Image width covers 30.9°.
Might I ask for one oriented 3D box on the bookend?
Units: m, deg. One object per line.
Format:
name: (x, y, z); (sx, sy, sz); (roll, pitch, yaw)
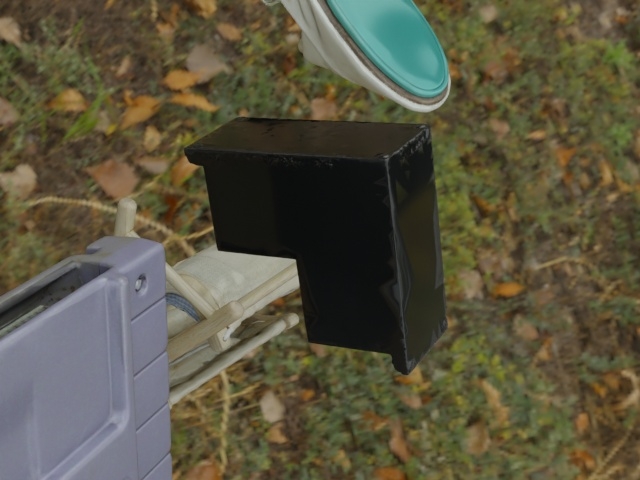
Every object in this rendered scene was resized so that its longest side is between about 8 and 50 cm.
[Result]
bookend: (0.000, 0.000, 0.812); (0.072, 0.156, 0.157); (-40, 128, -52)

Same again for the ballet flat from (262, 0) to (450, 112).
ballet flat: (-0.007, -0.289, 1.326); (0.400, 0.139, 0.139); (51, 47, 4)

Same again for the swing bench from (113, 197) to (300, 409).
swing bench: (-0.123, 0.056, 1.252); (0.165, 0.254, 0.253); (43, 38, 12)

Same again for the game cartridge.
game cartridge: (-0.176, 0.158, 0.600); (0.355, 0.068, 0.230); (-41, 131, -61)
